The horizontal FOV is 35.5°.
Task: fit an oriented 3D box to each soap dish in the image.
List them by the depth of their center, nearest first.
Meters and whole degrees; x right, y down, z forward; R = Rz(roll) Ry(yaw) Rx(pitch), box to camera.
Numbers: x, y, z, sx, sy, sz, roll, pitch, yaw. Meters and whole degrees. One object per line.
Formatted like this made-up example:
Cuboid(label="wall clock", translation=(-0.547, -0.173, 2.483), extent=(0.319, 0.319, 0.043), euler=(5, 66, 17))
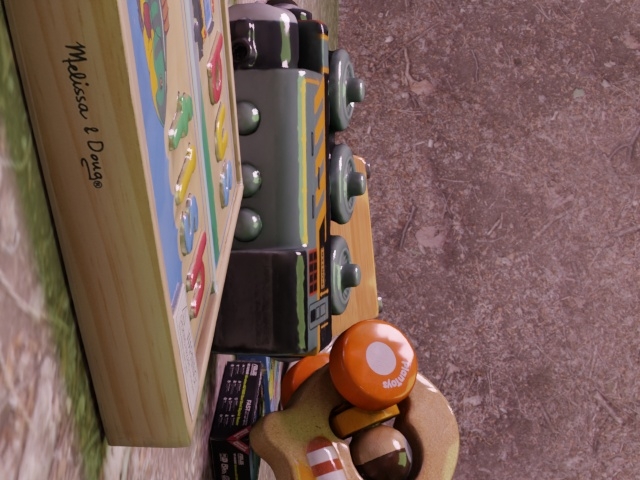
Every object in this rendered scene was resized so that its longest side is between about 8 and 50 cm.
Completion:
Cuboid(label="soap dish", translation=(0.000, 0.000, 1.257), extent=(0.291, 0.118, 0.229), euler=(-171, -104, -87))

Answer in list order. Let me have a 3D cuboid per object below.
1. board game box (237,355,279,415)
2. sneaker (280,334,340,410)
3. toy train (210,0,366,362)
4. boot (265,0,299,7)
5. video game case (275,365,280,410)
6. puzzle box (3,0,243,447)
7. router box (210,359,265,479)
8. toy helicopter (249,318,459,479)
Cuboid(label="board game box", translation=(-0.071, 0.105, 1.167), extent=(0.136, 0.035, 0.201), euler=(-85, 175, -48))
Cuboid(label="sneaker", translation=(0.006, 0.232, 1.697), extent=(0.148, 0.131, 0.350), euler=(81, 9, -45))
Cuboid(label="toy train", translation=(-0.040, -0.047, 0.892), extent=(0.190, 0.142, 0.334), euler=(-22, 113, -76))
Cuboid(label="boot", translation=(-0.039, -0.227, 1.323), extent=(0.137, 0.077, 0.198), euler=(-95, -176, -70))
Cuboid(label="video game case", translation=(-0.069, 0.206, 1.443), extent=(0.122, 0.011, 0.087), euler=(-70, 161, -81))
Cuboid(label="puzzle box", translation=(-0.095, -0.122, 0.553), extent=(0.272, 0.052, 0.409), euler=(-86, 175, -52))
Cuboid(label="router box", translation=(-0.081, 0.193, 1.002), extent=(0.122, 0.038, 0.092), euler=(-83, 174, -58))
Cuboid(label="toy helicopter", translation=(0.015, 0.259, 0.898), extent=(0.355, 0.235, 0.140), euler=(-48, -176, -36))
